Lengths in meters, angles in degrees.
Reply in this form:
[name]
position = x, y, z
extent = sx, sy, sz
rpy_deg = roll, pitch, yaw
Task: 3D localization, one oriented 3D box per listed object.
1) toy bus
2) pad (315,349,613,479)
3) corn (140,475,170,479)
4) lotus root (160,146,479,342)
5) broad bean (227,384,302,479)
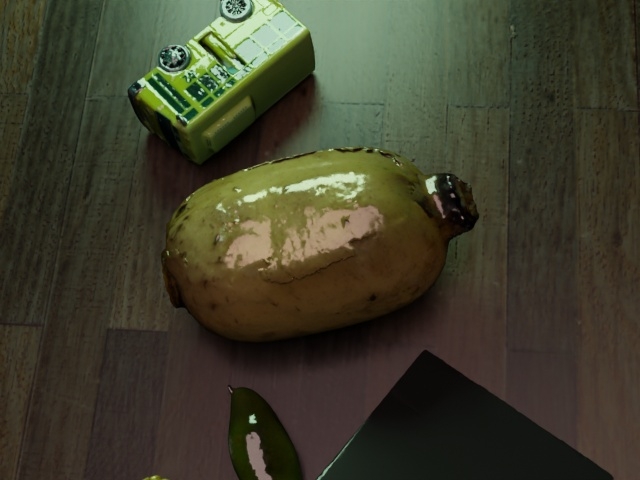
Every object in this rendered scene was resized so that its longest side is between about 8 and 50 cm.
[toy bus]
position = -0.095, -0.161, 1.033
extent = 0.175, 0.088, 0.101
rpy_deg = -42, 72, -12
[pad]
position = 0.085, 0.240, 0.845
extent = 0.202, 0.005, 0.300
rpy_deg = 33, 55, 17
[corn]
position = -0.053, 0.314, 0.834
extent = 0.101, 0.101, 0.310
rpy_deg = -40, 69, -10
[lotus root]
position = 0.000, 0.000, 0.932
extent = 0.284, 0.146, 0.160
rpy_deg = -16, 87, 6
[broad bean]
position = -0.025, 0.235, 0.890
extent = 0.065, 0.046, 0.254
rpy_deg = -23, 69, -20
